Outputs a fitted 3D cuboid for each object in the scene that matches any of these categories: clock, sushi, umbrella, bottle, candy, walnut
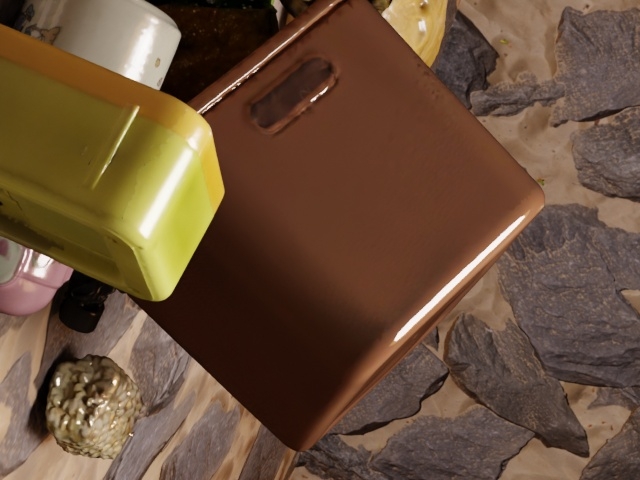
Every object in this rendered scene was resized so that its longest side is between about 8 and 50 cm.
[{"bbox_3d":[-0.165,-0.053,0.795,0.143,0.202,0.096,84,30,-72],"label":"clock"},{"bbox_3d":[-0.100,-0.172,1.125,0.149,0.140,0.287,-31,-173,25],"label":"sushi"},{"bbox_3d":[-0.181,-0.020,1.220,0.224,0.080,0.071,-66,-153,15],"label":"umbrella"},{"bbox_3d":[-0.188,-0.063,0.930,0.110,0.110,0.233,43,70,-80],"label":"bottle"},{"bbox_3d":[-0.225,0.163,1.321,0.110,0.085,0.095,68,35,-71],"label":"candy"},{"bbox_3d":[0.060,-0.278,1.617,0.195,0.195,0.221,28,78,-81],"label":"walnut"}]

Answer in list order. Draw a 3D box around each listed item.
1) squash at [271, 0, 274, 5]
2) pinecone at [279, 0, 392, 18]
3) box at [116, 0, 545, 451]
[{"bbox_3d":[-0.085,-0.207,1.316,0.066,0.066,0.229,-26,138,-76],"label":"squash"},{"bbox_3d":[0.019,-0.322,1.141,0.243,0.243,0.257,56,57,-79],"label":"pinecone"},{"bbox_3d":[0.000,0.000,1.108,0.239,0.229,0.339,-42,173,-21],"label":"box"}]
